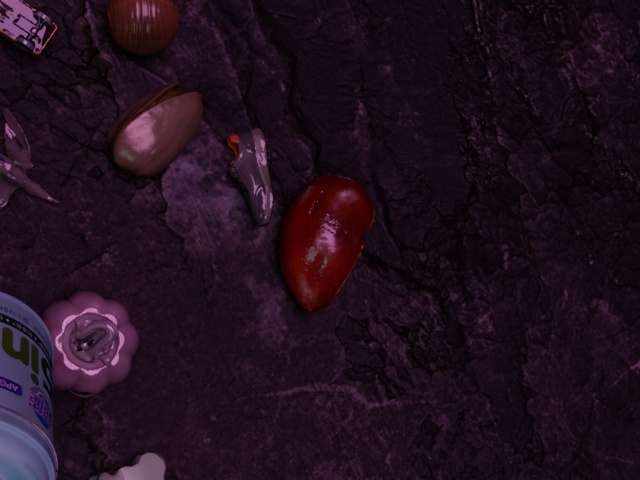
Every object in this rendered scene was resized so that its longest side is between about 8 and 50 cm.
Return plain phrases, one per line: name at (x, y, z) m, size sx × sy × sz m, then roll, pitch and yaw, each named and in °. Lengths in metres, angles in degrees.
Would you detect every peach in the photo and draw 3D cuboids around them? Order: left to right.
peach at (-0.004, -0.005, 1.721) m, size 0.154 × 0.159 × 0.267 m, roll 29°, pitch 72°, yaw -12°

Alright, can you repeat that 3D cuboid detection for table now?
table at (-0.297, 0.462, 1.499) m, size 0.167 × 0.166 × 0.198 m, roll -21°, pitch 83°, yaw -27°

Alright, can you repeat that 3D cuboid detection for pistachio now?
pistachio at (-0.298, -0.202, 1.619) m, size 0.130 × 0.131 × 0.206 m, roll 33°, pitch 68°, yaw 12°

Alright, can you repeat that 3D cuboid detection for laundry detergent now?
laundry detergent at (-0.512, 0.262, 1.250) m, size 0.287 × 0.305 × 0.287 m, roll -9°, pitch 128°, yaw -11°

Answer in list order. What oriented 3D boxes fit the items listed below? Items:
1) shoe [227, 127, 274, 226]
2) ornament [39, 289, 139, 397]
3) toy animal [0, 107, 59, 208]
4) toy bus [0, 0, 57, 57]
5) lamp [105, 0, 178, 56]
shoe at (-0.135, -0.119, 1.723) m, size 0.077 × 0.074 × 0.194 m, roll -3°, pitch 79°, yaw -14°
ornament at (-0.388, 0.170, 1.496) m, size 0.178 × 0.177 × 0.177 m, roll 5°, pitch 79°, yaw -25°
toy animal at (-0.511, -0.102, 1.523) m, size 0.155 × 0.095 × 0.219 m, roll 28°, pitch 71°, yaw -14°
toy bus at (-0.545, -0.389, 1.567) m, size 0.162 × 0.074 × 0.069 m, roll 34°, pitch 76°, yaw -19°
lamp at (-0.324, -0.403, 1.642) m, size 0.136 × 0.136 × 0.136 m, roll 5°, pitch 79°, yaw -25°
